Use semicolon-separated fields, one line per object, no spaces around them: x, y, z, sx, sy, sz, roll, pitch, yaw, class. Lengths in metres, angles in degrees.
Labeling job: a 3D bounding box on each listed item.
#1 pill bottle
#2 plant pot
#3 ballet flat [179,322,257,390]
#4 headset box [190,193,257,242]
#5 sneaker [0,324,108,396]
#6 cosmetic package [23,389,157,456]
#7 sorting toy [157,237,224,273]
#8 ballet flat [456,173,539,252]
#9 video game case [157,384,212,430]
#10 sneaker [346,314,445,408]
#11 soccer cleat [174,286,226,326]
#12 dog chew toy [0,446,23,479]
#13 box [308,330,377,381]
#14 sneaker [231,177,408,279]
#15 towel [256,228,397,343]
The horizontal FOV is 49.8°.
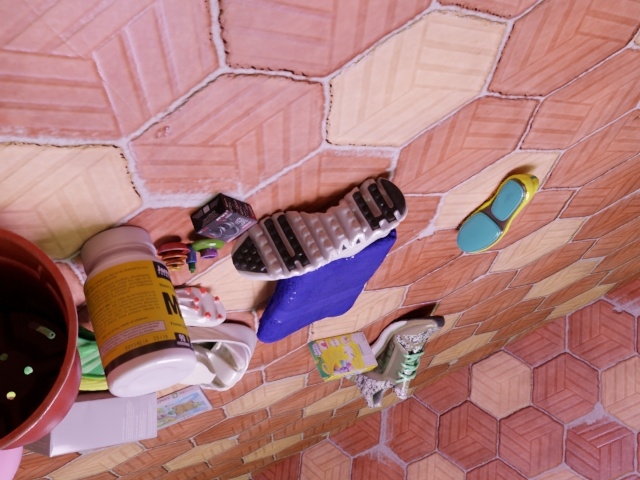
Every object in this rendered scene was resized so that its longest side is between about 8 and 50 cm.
-0.252;0.093;0.935;0.119;0.209;0.119;-20;156;-9;pill bottle
-0.425;0.151;0.864;0.272;0.273;0.265;-17;163;-16;plant pot
-0.225;0.228;1.309;0.139;0.139;0.400;-33;154;19;ballet flat
-0.138;-0.030;1.005;0.062;0.032;0.083;-33;153;20;headset box
-0.430;0.174;1.091;0.295;0.124;0.109;-4;-171;-10;sneaker
-0.459;0.357;1.378;0.127;0.107;0.238;-4;176;43;cosmetic package
-0.193;0.025;1.038;0.101;0.042;0.061;-7;168;-13;sorting toy
0.359;-0.054;1.380;0.077;0.077;0.231;-27;160;-37;ballet flat
-0.382;0.432;1.748;0.193;0.023;0.212;-20;156;-9;video game case
0.231;0.348;1.949;0.158;0.182;0.410;-4;149;-38;sneaker
-0.249;0.115;1.172;0.076;0.068;0.196;-34;148;33;soccer cleat
-0.648;0.325;1.079;0.206;0.207;0.331;-36;145;24;dog chew toy
0.052;0.300;1.780;0.179;0.105;0.043;-3;148;-38;box
0.000;0.000;1.116;0.292;0.110;0.118;-19;163;-10;sneaker
0.001;0.076;1.318;0.227;0.076;0.308;-19;156;-29;towel
